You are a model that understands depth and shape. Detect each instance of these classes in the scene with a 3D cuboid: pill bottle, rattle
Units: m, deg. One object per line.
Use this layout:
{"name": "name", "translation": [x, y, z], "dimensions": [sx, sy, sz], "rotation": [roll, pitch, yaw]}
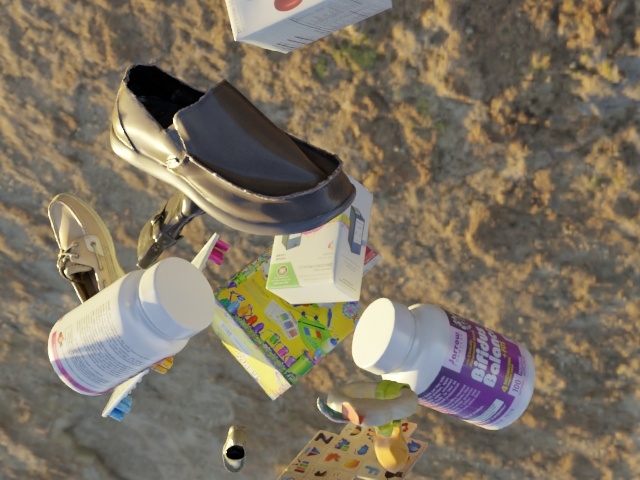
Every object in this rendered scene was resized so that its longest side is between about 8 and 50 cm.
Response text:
{"name": "pill bottle", "translation": [0.212, 0.209, 1.483], "dimensions": [0.301, 0.169, 0.169], "rotation": [24, 142, -24]}
{"name": "pill bottle", "translation": [-0.326, 0.148, 1.477], "dimensions": [0.283, 0.160, 0.160], "rotation": [-31, 124, 31]}
{"name": "rattle", "translation": [0.057, 0.263, 1.144], "dimensions": [0.130, 0.199, 0.143], "rotation": [18, 100, 11]}

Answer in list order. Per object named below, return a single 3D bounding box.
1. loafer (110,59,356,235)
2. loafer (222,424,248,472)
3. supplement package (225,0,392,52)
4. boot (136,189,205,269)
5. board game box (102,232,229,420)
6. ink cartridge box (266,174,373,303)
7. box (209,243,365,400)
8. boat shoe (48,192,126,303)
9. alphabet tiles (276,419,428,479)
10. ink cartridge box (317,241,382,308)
{"name": "loafer", "translation": [-0.124, -0.119, 1.031], "dimensions": [0.365, 0.134, 0.130], "rotation": [22, 136, 25]}
{"name": "loafer", "translation": [-0.191, 0.469, 1.880], "dimensions": [0.056, 0.050, 0.148], "rotation": [8, 129, 1]}
{"name": "supplement package", "translation": [-0.032, -0.415, 1.283], "dimensions": [0.203, 0.194, 0.149], "rotation": [-17, 176, 29]}
{"name": "boot", "translation": [-0.253, -0.086, 1.591], "dimensions": [0.091, 0.263, 0.229], "rotation": [38, 125, -17]}
{"name": "board game box", "translation": [-0.376, 0.217, 2.084], "dimensions": [0.050, 0.390, 0.390], "rotation": [31, 140, -11]}
{"name": "ink cartridge box", "translation": [0.000, 0.000, 1.558], "dimensions": [0.154, 0.213, 0.093], "rotation": [-6, 152, 34]}
{"name": "box", "translation": [-0.092, 0.184, 2.109], "dimensions": [0.290, 0.279, 0.177], "rotation": [49, 152, 5]}
{"name": "boat shoe", "translation": [-0.544, 0.044, 1.974], "dimensions": [0.121, 0.110, 0.341], "rotation": [-35, 85, 33]}
{"name": "alphabet tiles", "translation": [0.063, 0.374, 1.465], "dimensions": [0.198, 0.237, 0.009], "rotation": [8, 119, 31]}
{"name": "ink cartridge box", "translation": [0.048, 0.069, 1.962], "dimensions": [0.072, 0.175, 0.127], "rotation": [46, -175, 14]}
